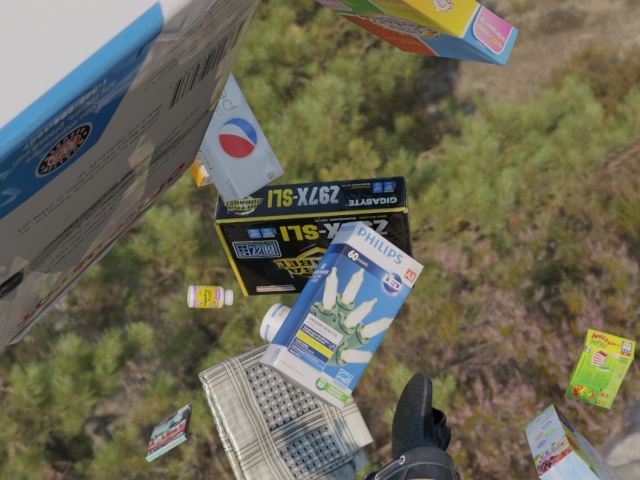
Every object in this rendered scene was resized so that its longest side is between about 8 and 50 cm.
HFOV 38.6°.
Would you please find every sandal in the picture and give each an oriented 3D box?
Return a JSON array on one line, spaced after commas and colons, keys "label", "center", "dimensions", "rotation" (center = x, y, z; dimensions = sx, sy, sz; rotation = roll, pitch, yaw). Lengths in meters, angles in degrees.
[{"label": "sandal", "center": [0.257, 0.517, 2.246], "dimensions": [0.167, 0.107, 0.445], "rotation": [-53, 21, 32]}]

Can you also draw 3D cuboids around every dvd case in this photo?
[{"label": "dvd case", "center": [-0.283, 0.360, 1.720], "dimensions": [0.087, 0.013, 0.119], "rotation": [-32, 18, 8]}]

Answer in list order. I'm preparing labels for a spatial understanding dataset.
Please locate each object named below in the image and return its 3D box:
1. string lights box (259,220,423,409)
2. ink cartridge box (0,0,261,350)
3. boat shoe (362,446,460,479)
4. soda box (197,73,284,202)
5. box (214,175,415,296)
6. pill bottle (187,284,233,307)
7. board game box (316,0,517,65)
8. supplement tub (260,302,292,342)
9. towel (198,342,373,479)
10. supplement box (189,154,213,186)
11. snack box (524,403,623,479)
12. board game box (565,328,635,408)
[{"label": "string lights box", "center": [0.033, 0.114, 1.417], "dimensions": [0.259, 0.133, 0.077], "rotation": [-59, 16, -13]}, {"label": "ink cartridge box", "center": [-0.209, -0.106, 0.698], "dimensions": [0.285, 0.166, 0.395], "rotation": [-49, -1, -28]}, {"label": "boat shoe", "center": [0.136, 0.511, 1.667], "dimensions": [0.500, 0.187, 0.155], "rotation": [114, 166, -56]}, {"label": "soda box", "center": [-0.135, -0.159, 1.176], "dimensions": [0.074, 0.216, 0.069], "rotation": [-33, 13, -23]}, {"label": "box", "center": [0.000, 0.000, 1.601], "dimensions": [0.322, 0.257, 0.079], "rotation": [-3, 56, 7]}, {"label": "pill bottle", "center": [-0.212, 0.109, 1.755], "dimensions": [0.083, 0.043, 0.043], "rotation": [2, 12, -16]}, {"label": "board game box", "center": [0.127, -0.377, 1.458], "dimensions": [0.242, 0.317, 0.064], "rotation": [21, 93, 47]}, {"label": "supplement tub", "center": [-0.041, 0.156, 1.545], "dimensions": [0.107, 0.071, 0.071], "rotation": [26, 43, 19]}, {"label": "towel", "center": [-0.056, 0.359, 1.817], "dimensions": [0.312, 0.324, 0.056], "rotation": [-17, -8, -39]}, {"label": "supplement box", "center": [-0.172, -0.136, 1.551], "dimensions": [0.099, 0.062, 0.036], "rotation": [-20, -18, -27]}, {"label": "snack box", "center": [0.400, 0.361, 1.388], "dimensions": [0.070, 0.174, 0.207], "rotation": [-42, 1, 12]}, {"label": "board game box", "center": [0.560, 0.260, 1.835], "dimensions": [0.092, 0.181, 0.043], "rotation": [16, 48, 13]}]
